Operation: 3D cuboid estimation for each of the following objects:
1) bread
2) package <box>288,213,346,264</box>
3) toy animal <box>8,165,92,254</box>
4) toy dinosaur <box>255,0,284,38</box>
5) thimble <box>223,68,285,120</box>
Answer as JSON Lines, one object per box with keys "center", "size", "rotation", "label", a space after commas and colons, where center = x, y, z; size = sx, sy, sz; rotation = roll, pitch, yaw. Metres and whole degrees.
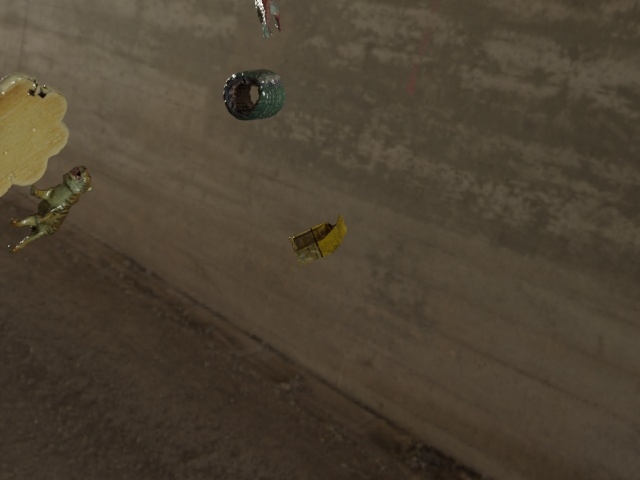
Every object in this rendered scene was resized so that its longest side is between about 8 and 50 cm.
{"center": [-0.660, -0.216, 1.707], "size": [0.054, 0.316, 0.316], "rotation": [42, 24, 21], "label": "bread"}
{"center": [0.000, 0.000, 1.796], "size": [0.131, 0.071, 0.047], "rotation": [-23, 54, -3], "label": "package"}
{"center": [-0.489, -0.047, 1.468], "size": [0.099, 0.241, 0.057], "rotation": [-21, 71, -51], "label": "toy animal"}
{"center": [-0.137, -0.583, 2.038], "size": [0.053, 0.167, 0.242], "rotation": [-14, 31, 8], "label": "toy dinosaur"}
{"center": [-0.157, -0.343, 1.933], "size": [0.135, 0.119, 0.090], "rotation": [0, 15, 37], "label": "thimble"}
